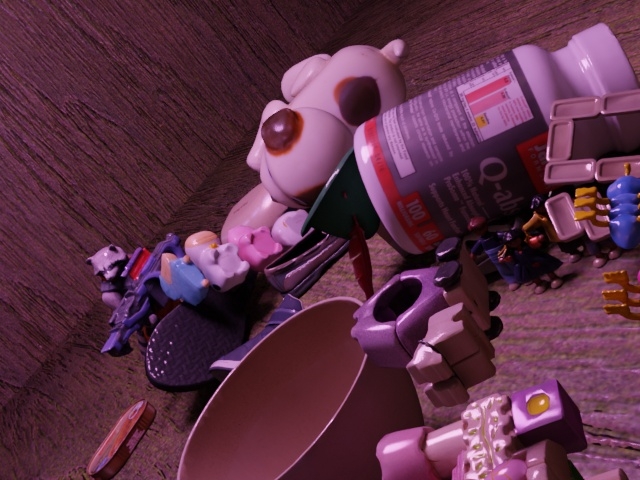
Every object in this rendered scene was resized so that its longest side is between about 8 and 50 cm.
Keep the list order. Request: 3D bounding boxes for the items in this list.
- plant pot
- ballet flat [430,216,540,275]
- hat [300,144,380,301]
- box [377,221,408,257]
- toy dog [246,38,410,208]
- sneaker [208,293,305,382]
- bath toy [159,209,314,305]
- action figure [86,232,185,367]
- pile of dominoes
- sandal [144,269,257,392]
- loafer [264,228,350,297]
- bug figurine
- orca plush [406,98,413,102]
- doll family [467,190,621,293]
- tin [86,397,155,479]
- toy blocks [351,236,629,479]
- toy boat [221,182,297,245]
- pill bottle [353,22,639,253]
[{"bbox_3d":[0.009,0.230,0.841,0.284,0.191,0.284,-39,19,17],"label":"plant pot"},{"bbox_3d":[0.206,0.025,1.057,0.213,0.068,0.072,-30,26,36],"label":"ballet flat"},{"bbox_3d":[0.086,-0.025,1.171,0.173,0.183,0.208,-51,-6,-47],"label":"hat"},{"bbox_3d":[0.211,-0.131,1.259,0.311,0.121,0.148,-39,33,17],"label":"box"},{"bbox_3d":[0.025,-0.215,1.571,0.395,0.284,0.408,-24,23,39],"label":"toy dog"},{"bbox_3d":[-0.092,0.182,1.314,0.226,0.086,0.163,-19,32,50],"label":"sneaker"},{"bbox_3d":[-0.162,0.028,1.584,0.348,0.151,0.129,-22,-22,-36],"label":"bath toy"},{"bbox_3d":[-0.390,0.160,1.584,0.178,0.330,0.341,-11,28,26],"label":"action figure"},{"bbox_3d":[0.374,-0.078,0.825,0.251,0.040,0.196,-2,63,34],"label":"pile of dominoes"},{"bbox_3d":[-0.231,0.177,1.568,0.446,0.167,0.107,-67,-2,-56],"label":"sandal"},{"bbox_3d":[0.000,0.000,1.512,0.267,0.084,0.096,-47,19,-8],"label":"loafer"},{"bbox_3d":[0.377,-0.001,0.693,0.279,0.072,0.216,-6,51,37],"label":"bug figurine"},{"bbox_3d":[0.171,-0.158,1.476,0.102,0.151,0.287,12,50,31],"label":"orca plush"},{"bbox_3d":[0.264,-0.003,0.927,0.193,0.111,0.076,-34,21,29],"label":"doll family"},{"bbox_3d":[-0.413,0.415,1.569,0.106,0.040,0.189,-17,32,46],"label":"tin"},{"bbox_3d":[0.065,0.229,0.540,0.260,0.309,0.288,-28,24,25],"label":"toy blocks"},{"bbox_3d":[-0.112,-0.097,1.902,0.267,0.148,0.318,-30,31,50],"label":"toy boat"},{"bbox_3d":[0.247,-0.140,1.043,0.363,0.210,0.210,-24,24,18],"label":"pill bottle"}]
